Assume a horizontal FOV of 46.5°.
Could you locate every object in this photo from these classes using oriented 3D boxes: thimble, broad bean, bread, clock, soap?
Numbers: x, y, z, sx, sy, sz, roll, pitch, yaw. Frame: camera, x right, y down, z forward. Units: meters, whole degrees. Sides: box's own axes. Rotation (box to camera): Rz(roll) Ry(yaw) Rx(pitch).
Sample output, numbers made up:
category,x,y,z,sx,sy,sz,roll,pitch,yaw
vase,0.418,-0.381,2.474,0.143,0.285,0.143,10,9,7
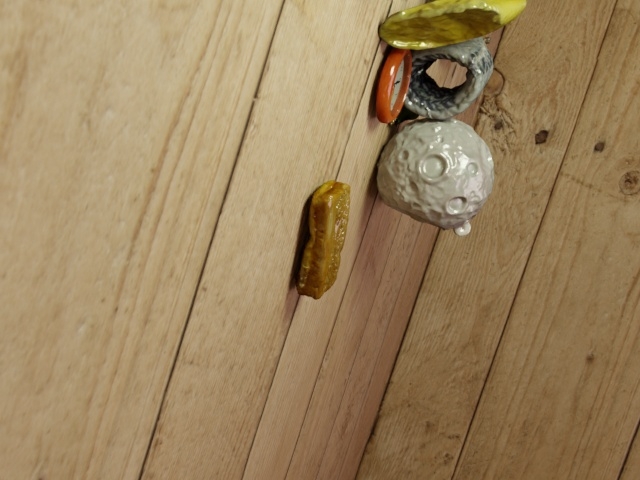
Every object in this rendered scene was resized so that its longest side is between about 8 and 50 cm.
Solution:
category,x,y,z,sx,sy,sz,roll,pitch,yaw
thimble,0.339,-0.456,2.028,0.217,0.245,0.157,59,39,-20
broad bean,0.264,-0.383,2.223,0.060,0.043,0.297,-65,167,22
bread,0.002,0.001,1.706,0.139,0.077,0.271,-41,145,-55
clock,0.184,-0.401,1.906,0.205,0.051,0.205,18,90,-74
soap,0.336,-0.546,1.832,0.427,0.306,0.115,-36,113,-54

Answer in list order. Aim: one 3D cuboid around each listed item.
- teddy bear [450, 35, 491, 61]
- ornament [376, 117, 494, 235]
category,x,y,z,sx,sy,sz,roll,pitch,yaw
teddy bear,0.482,-0.674,2.481,0.190,0.140,0.177,-32,142,-54
ornament,0.334,-0.199,2.139,0.337,0.337,0.337,19,90,-75
